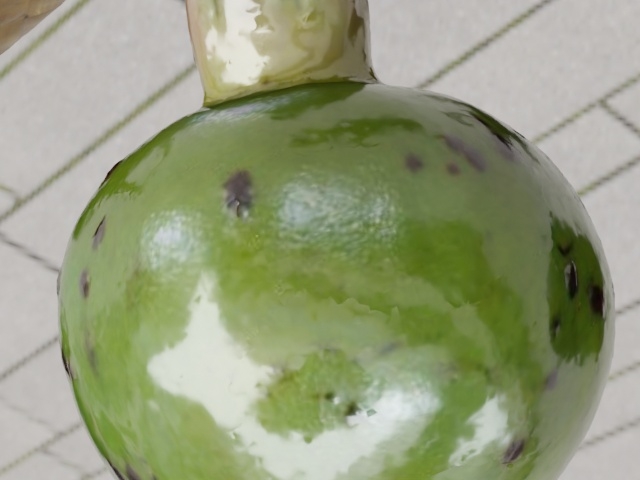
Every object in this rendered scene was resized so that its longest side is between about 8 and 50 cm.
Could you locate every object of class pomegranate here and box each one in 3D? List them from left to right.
[{"bbox_3d":[0.000,0.000,0.612,0.202,0.248,0.202,-9,180,0],"label":"pomegranate"}]

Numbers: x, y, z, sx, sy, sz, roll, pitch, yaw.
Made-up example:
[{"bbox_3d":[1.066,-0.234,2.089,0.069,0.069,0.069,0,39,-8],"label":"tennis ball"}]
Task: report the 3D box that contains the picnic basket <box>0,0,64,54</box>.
[{"bbox_3d":[-0.291,-0.222,0.958,0.291,0.254,0.321,-34,139,27],"label":"picnic basket"}]
